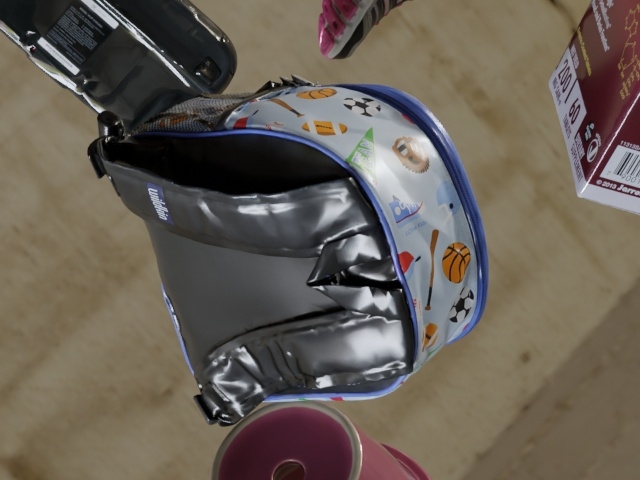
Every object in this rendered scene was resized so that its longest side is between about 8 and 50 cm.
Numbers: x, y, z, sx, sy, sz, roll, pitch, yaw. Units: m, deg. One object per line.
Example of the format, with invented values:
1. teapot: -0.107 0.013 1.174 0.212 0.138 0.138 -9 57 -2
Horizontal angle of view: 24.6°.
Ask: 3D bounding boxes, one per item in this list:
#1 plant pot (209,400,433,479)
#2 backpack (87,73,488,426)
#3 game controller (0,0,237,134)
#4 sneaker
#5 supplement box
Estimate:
1. plant pot: -0.001 0.230 1.215 0.201 0.180 0.201 -12 -131 14
2. backpack: 0.000 0.000 1.102 0.213 0.276 0.263 -35 -155 -33
3. game controller: -0.248 -0.243 1.594 0.166 0.319 0.067 -44 -170 25
4. sneaker: 0.062 -0.215 1.215 0.170 0.075 0.063 -57 -146 23
5. supplement box: 0.219 -0.143 0.840 0.130 0.073 0.239 -92 -158 -52
